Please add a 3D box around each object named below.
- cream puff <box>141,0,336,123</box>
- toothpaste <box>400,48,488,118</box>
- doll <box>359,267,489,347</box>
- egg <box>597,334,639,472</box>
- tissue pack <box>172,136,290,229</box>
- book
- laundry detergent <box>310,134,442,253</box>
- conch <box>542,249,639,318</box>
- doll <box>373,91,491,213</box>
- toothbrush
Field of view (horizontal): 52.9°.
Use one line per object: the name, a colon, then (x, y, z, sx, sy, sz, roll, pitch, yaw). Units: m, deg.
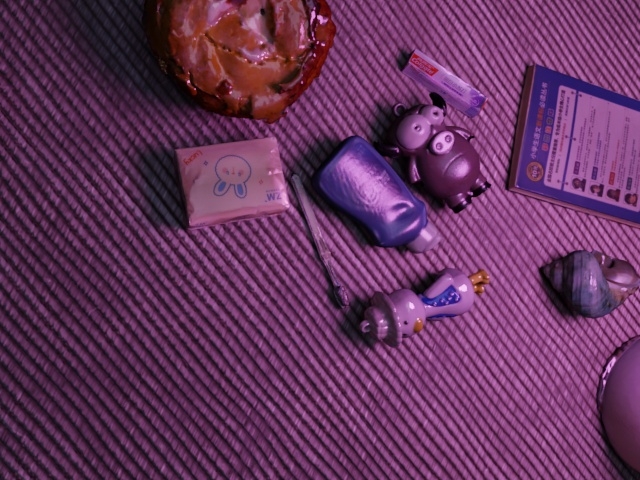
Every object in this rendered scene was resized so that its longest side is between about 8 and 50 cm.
cream puff: (-0.140, -0.393, 1.176, 0.350, 0.228, 0.350, -1, 106, -2)
toothpaste: (0.268, -0.337, 1.391, 0.196, 0.040, 0.047, 31, 76, -12)
doll: (0.210, 0.130, 1.303, 0.293, 0.138, 0.119, -17, 51, -19)
egg: (0.836, 0.371, 1.356, 0.354, 0.340, 0.354, 1, 87, -15)
tissue pack: (-0.168, -0.109, 1.219, 0.196, 0.092, 0.148, -11, 89, -18)
book: (0.645, -0.207, 1.493, 0.428, 0.039, 0.300, 14, 82, -15)
laundry detergent: (0.125, -0.074, 1.302, 0.290, 0.094, 0.143, 41, 73, -10)
conch: (0.596, 0.089, 1.418, 0.188, 0.122, 0.176, 28, 58, -15)
doll: (0.235, -0.180, 1.331, 0.182, 0.117, 0.257, -40, 100, -10)
toothbrush: (-0.002, 0.000, 1.297, 0.026, 0.028, 0.294, -22, 87, -18)
